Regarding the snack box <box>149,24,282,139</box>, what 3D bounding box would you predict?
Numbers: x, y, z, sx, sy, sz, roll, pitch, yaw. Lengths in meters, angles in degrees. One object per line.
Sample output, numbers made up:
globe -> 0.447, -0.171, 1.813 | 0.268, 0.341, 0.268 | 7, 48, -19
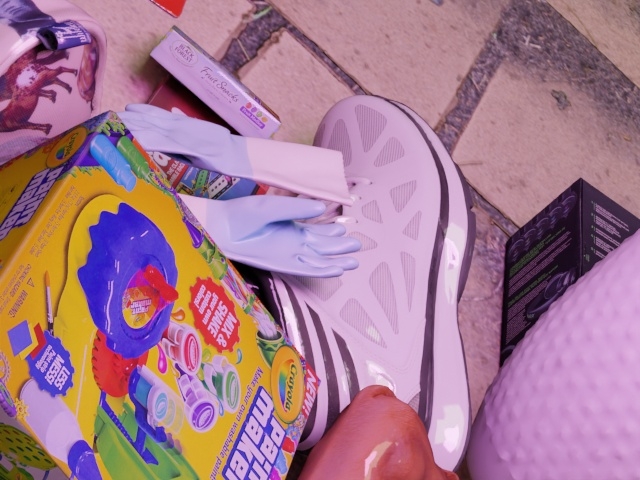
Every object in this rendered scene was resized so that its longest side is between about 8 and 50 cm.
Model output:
snack box -> -0.101, -0.150, 1.760 | 0.141, 0.037, 0.100 | 41, 3, -8

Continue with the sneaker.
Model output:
sneaker -> 0.001, 0.000, 1.616 | 0.257, 0.169, 0.447 | 32, 39, -36

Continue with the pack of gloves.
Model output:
pack of gloves -> -0.072, -0.055, 1.518 | 0.232, 0.046, 0.195 | 12, 36, -17

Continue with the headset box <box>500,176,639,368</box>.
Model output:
headset box -> 0.322, 0.104, 1.911 | 0.246, 0.131, 0.283 | 33, 37, -19

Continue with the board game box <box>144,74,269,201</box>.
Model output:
board game box -> -0.136, -0.036, 1.656 | 0.145, 0.027, 0.281 | 39, 35, -10

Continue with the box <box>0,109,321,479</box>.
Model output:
box -> -0.175, 0.117, 1.274 | 0.279, 0.177, 0.290 | 54, 31, -22

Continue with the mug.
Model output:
mug -> 0.332, 0.189, 1.604 | 0.374, 0.328, 0.276 | 54, 20, 11

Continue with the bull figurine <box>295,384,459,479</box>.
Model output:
bull figurine -> 0.005, 0.258, 1.399 | 0.310, 0.101, 0.188 | -51, 123, -30

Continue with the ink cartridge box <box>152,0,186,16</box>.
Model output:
ink cartridge box -> -0.241, -0.452, 1.868 | 0.385, 0.091, 0.308 | 35, 43, -20

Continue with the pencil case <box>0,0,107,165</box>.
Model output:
pencil case -> -0.353, -0.221, 1.425 | 0.410, 0.160, 0.183 | 41, 8, 15
